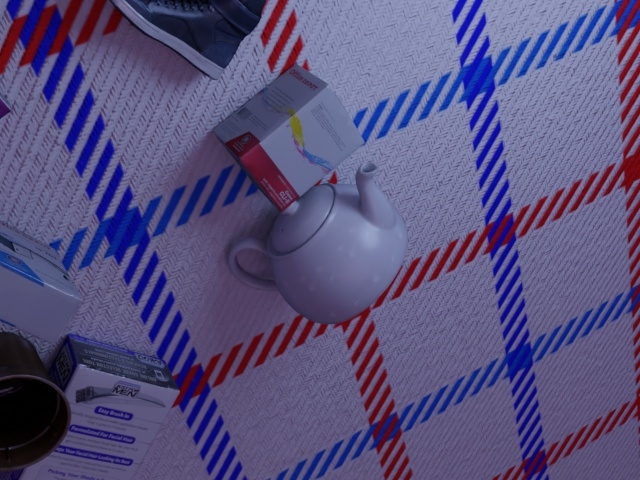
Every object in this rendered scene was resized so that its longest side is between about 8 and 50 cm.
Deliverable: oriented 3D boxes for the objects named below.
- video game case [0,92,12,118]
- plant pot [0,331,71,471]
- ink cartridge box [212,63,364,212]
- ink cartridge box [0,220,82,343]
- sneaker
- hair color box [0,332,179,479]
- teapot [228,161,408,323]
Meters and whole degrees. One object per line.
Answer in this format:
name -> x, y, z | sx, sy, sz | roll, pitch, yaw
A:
video game case -> -0.566, -0.187, 1.192 | 0.232, 0.042, 0.210 | -37, 127, -6
plant pot -> -0.477, 0.233, 1.379 | 0.167, 0.165, 0.167 | -11, 119, -22
ink cartridge box -> -0.048, -0.163, 1.418 | 0.176, 0.128, 0.127 | -40, 126, -3
ink cartridge box -> -0.435, 0.049, 1.290 | 0.139, 0.190, 0.082 | 33, 96, -36
sneaker -> -0.180, -0.345, 1.273 | 0.163, 0.086, 0.226 | -47, 137, 15
hair color box -> -0.398, 0.339, 1.512 | 0.185, 0.110, 0.339 | 22, 105, -33
teapot -> 0.000, 0.000, 1.474 | 0.187, 0.252, 0.256 | 40, 82, -26
